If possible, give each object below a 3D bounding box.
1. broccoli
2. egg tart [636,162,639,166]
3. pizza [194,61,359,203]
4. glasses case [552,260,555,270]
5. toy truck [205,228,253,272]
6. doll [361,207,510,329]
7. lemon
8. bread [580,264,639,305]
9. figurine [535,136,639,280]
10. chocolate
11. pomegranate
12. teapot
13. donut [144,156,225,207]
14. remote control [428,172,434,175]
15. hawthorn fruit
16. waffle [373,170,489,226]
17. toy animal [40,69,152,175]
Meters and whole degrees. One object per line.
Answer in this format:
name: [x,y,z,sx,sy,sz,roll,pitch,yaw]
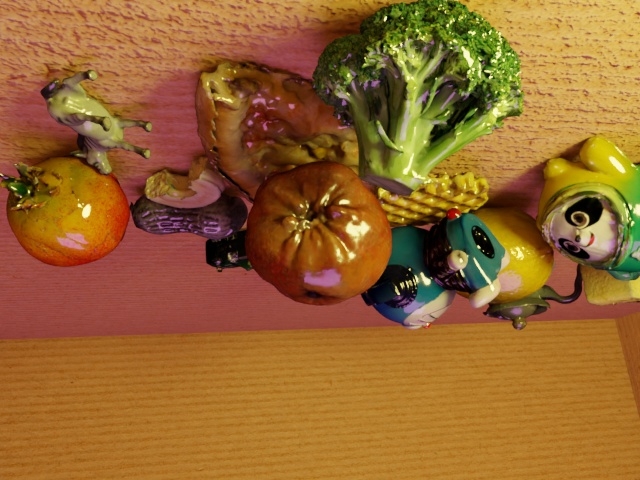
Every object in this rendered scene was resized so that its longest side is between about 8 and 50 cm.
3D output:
broccoli: [0.122,-0.185,0.673,0.269,0.242,0.261,18,-179,0]
egg tart: [0.809,-0.112,1.175,0.288,0.119,0.288,1,160,0]
pizza: [-0.050,-0.148,0.953,0.434,0.080,0.392,8,158,-26]
glasses case: [0.704,0.079,1.760,0.178,0.067,0.045,-3,159,-1]
toy truck: [-0.175,0.019,1.396,0.258,0.088,0.121,-12,159,19]
doll: [0.232,0.067,1.164,0.310,0.240,0.284,-33,174,37]
lemon: [0.444,0.038,1.323,0.260,0.261,0.284,7,150,-29]
bread: [0.752,0.028,1.327,0.178,0.266,0.142,-10,164,19]
figurine: [0.620,-0.050,1.070,0.339,0.231,0.324,24,140,30]
chocolate: [-0.284,-0.056,1.133,0.247,0.110,0.110,4,160,-5]
pomegranate: [-0.464,-0.056,0.945,0.210,0.210,0.235,-10,160,17]
teapot: [0.594,0.116,1.515,0.305,0.285,0.223,-3,161,1]
donut: [-0.256,-0.113,1.033,0.165,0.065,0.108,-15,159,28]
remote control: [0.205,-0.115,1.164,0.122,0.032,0.074,-15,158,28]
hawthorn fruit: [-0.003,-0.010,0.896,0.258,0.259,0.262,-5,-172,3]
waffle: [0.234,-0.082,1.135,0.290,0.051,0.291,-2,162,-1]
toy animal: [-0.361,-0.181,0.816,0.175,0.074,0.217,6,160,19]
